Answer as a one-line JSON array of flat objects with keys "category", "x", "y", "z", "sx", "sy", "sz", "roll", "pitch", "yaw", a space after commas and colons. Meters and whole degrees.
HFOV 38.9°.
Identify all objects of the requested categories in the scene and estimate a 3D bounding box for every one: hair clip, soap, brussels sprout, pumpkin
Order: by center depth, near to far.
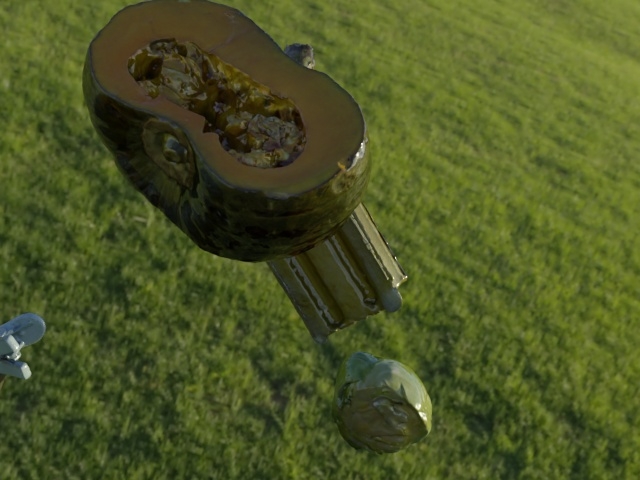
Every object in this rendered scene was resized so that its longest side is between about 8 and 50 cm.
[{"category": "hair clip", "x": -0.225, "y": 0.068, "z": 0.580, "sx": 0.115, "sy": 0.030, "sz": 0.039, "roll": -6, "pitch": 23, "yaw": 26}, {"category": "pumpkin", "x": -0.078, "y": -0.119, "z": 0.898, "sx": 0.317, "sy": 0.139, "sz": 0.221, "roll": 36, "pitch": 56, "yaw": 28}, {"category": "soap", "x": 0.000, "y": 0.001, "z": 1.142, "sx": 0.233, "sy": 0.135, "sz": 0.076, "roll": 59, "pitch": 18, "yaw": -16}, {"category": "brussels sprout", "x": 0.091, "y": 0.230, "z": 1.338, "sx": 0.149, "sy": 0.152, "sz": 0.122, "roll": 13, "pitch": 44, "yaw": -2}]

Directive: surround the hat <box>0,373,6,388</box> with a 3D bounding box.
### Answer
[{"category": "hat", "x": -0.574, "y": 0.151, "z": 1.024, "sx": 0.382, "sy": 0.257, "sz": 0.366, "roll": 50, "pitch": 43, "yaw": 4}]
